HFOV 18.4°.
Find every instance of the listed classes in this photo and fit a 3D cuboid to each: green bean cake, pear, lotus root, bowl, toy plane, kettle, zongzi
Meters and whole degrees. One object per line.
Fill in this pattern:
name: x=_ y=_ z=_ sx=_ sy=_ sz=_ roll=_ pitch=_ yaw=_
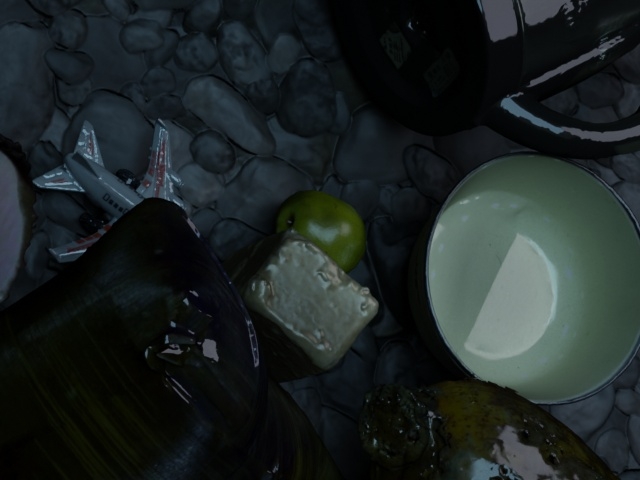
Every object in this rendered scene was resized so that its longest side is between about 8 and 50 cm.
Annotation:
green bean cake: x=-0.037 y=0.061 z=1.730 sx=0.109 sy=0.179 sz=0.085 roll=41 pitch=69 yaw=-11
pear: x=0.000 y=0.000 z=1.808 sx=0.097 sy=0.092 sz=0.092 roll=23 pitch=72 yaw=-34
lotus root: x=0.180 y=0.261 z=1.765 sx=0.196 sy=0.179 sz=0.397 roll=-44 pitch=116 yaw=9
bowl: x=0.180 y=0.042 z=1.852 sx=0.237 sy=0.126 sz=0.238 roll=4 pitch=80 yaw=-22
toy plane: x=-0.167 y=-0.024 z=1.754 sx=0.171 sy=0.065 sz=0.162 roll=43 pitch=67 yaw=-12
kettle: x=0.227 y=-0.220 z=1.854 sx=0.324 sy=0.228 sz=0.321 roll=-25 pitch=71 yaw=-30
zongzi: x=-0.193 y=0.215 z=1.666 sx=0.403 sy=0.432 sz=0.208 roll=-30 pitch=49 yaw=2

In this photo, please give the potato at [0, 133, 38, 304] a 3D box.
potato: x=-0.389 y=-0.064 z=1.597 sx=0.266 sy=0.229 sz=0.229 roll=35 pitch=64 yaw=27
